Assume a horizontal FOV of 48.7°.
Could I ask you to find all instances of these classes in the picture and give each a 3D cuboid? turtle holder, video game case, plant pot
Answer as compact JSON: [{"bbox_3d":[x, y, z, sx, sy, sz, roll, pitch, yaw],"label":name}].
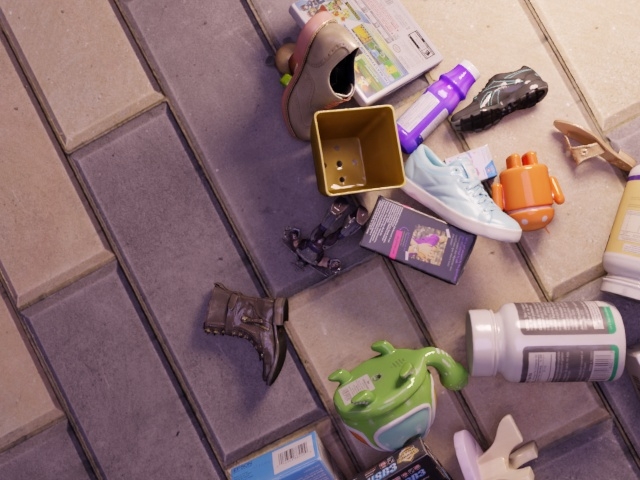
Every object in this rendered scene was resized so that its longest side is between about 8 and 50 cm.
[{"bbox_3d":[0.198,0.396,1.823,0.320,0.243,0.227,-39,111,-31],"label":"turtle holder"},{"bbox_3d":[0.125,-0.543,1.870,0.300,0.036,0.329,-34,85,-27],"label":"video game case"},{"bbox_3d":[0.076,-0.216,1.839,0.212,0.187,0.212,-8,86,-16],"label":"plant pot"}]

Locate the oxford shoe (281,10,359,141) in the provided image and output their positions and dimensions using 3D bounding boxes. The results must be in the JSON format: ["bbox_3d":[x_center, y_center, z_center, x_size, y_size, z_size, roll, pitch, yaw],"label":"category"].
[{"bbox_3d":[0.002,-0.372,1.778,0.140,0.397,0.146,-38,69,-27],"label":"oxford shoe"}]

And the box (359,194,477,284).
[{"bbox_3d":[0.250,0.001,1.843,0.270,0.165,0.143,23,90,5],"label":"box"}]

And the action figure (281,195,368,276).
[{"bbox_3d":[0.000,0.000,1.855,0.185,0.099,0.285,31,132,-14],"label":"action figure"}]

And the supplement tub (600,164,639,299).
[{"bbox_3d":[0.846,-0.002,1.751,0.241,0.241,0.331,18,90,6],"label":"supplement tub"}]

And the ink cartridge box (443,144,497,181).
[{"bbox_3d":[0.400,-0.193,1.893,0.122,0.052,0.088,-19,86,6],"label":"ink cartridge box"}]

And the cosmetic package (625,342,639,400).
[{"bbox_3d":[0.977,0.306,1.772,0.365,0.155,0.197,-23,84,5],"label":"cosmetic package"}]

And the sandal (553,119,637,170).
[{"bbox_3d":[0.704,-0.226,1.848,0.240,0.088,0.079,29,85,1],"label":"sandal"}]

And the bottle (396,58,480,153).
[{"bbox_3d":[0.301,-0.356,1.874,0.092,0.118,0.283,45,93,6],"label":"bottle"}]

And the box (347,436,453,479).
[{"bbox_3d":[0.203,0.677,1.801,0.295,0.073,0.293,-34,118,4],"label":"box"}]

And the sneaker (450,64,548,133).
[{"bbox_3d":[0.465,-0.375,1.886,0.267,0.101,0.106,-24,64,5],"label":"sneaker"}]

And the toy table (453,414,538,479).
[{"bbox_3d":[0.468,0.587,1.783,0.161,0.252,0.274,-28,96,20],"label":"toy table"}]

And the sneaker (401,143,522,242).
[{"bbox_3d":[0.360,-0.127,1.787,0.366,0.135,0.150,33,115,25],"label":"sneaker"}]

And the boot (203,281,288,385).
[{"bbox_3d":[-0.209,0.253,1.928,0.229,0.091,0.263,5,85,11],"label":"boot"}]

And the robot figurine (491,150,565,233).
[{"bbox_3d":[0.539,-0.119,1.840,0.158,0.128,0.219,-6,87,-38],"label":"robot figurine"}]

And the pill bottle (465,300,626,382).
[{"bbox_3d":[0.558,0.256,1.787,0.361,0.204,0.204,-1,88,5],"label":"pill bottle"}]

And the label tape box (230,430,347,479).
[{"bbox_3d":[-0.046,0.694,1.857,0.249,0.115,0.347,-26,120,4],"label":"label tape box"}]

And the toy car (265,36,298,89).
[{"bbox_3d":[-0.068,-0.481,1.930,0.155,0.149,0.188,-47,56,-3],"label":"toy car"}]
